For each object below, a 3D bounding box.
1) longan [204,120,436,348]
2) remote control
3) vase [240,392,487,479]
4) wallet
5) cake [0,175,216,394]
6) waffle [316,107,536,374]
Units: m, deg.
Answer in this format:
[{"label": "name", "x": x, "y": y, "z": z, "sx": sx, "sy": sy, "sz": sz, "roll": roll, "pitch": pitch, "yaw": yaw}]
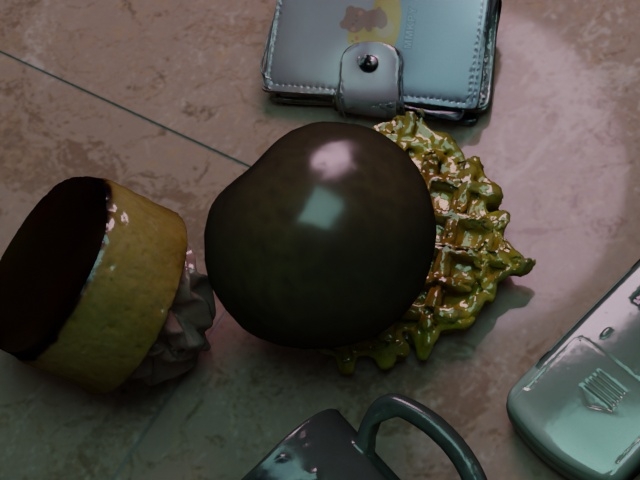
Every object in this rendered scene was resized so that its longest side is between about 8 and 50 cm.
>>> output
[{"label": "longan", "x": 0.000, "y": 0.000, "z": 1.680, "sx": 0.212, "sy": 0.198, "sz": 0.198, "roll": -24, "pitch": 60, "yaw": 1}, {"label": "remote control", "x": 0.306, "y": 0.099, "z": 1.716, "sx": 0.140, "sy": 0.056, "sz": 0.296, "roll": 38, "pitch": 71, "yaw": 26}, {"label": "vase", "x": 0.061, "y": 0.273, "z": 1.585, "sx": 0.301, "sy": 0.156, "sz": 0.251, "roll": 41, "pitch": 107, "yaw": 18}, {"label": "wallet", "x": 0.063, "y": -0.201, "z": 1.909, "sx": 0.231, "sy": 0.069, "sz": 0.170, "roll": 6, "pitch": 78, "yaw": 13}, {"label": "cake", "x": -0.182, "y": 0.054, "z": 1.741, "sx": 0.207, "sy": 0.178, "sz": 0.185, "roll": 4, "pitch": 69, "yaw": 52}, {"label": "waffle", "x": 0.061, "y": 0.002, "z": 1.801, "sx": 0.254, "sy": 0.052, "sz": 0.245, "roll": -33, "pitch": 63, "yaw": -12}]
